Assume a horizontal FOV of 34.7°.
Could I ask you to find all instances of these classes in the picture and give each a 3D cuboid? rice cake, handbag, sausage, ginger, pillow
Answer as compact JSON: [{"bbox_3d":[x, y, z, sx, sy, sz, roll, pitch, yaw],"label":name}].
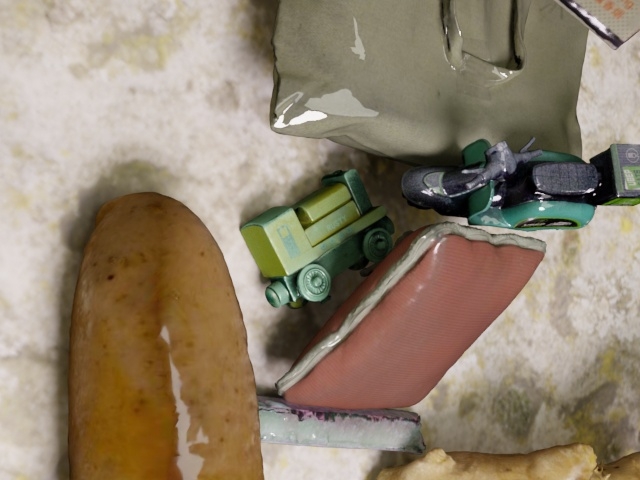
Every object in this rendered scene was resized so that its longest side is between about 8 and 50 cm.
[{"bbox_3d":[0.003,0.139,0.773,0.208,0.033,0.033,13,96,-36],"label":"rice cake"},{"bbox_3d":[0.097,-0.162,0.796,0.316,0.109,0.253,14,78,-35],"label":"handbag"},{"bbox_3d":[-0.102,0.219,0.643,0.123,0.136,0.500,9,84,-68],"label":"sausage"},{"bbox_3d":[0.257,0.227,0.831,0.363,0.122,0.348,-37,123,15],"label":"ginger"},{"bbox_3d":[0.069,0.054,0.755,0.171,0.075,0.179,10,127,-51],"label":"pillow"}]

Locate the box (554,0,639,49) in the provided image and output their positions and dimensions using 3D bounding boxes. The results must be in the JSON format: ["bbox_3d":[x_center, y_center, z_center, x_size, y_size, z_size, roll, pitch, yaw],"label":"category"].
[{"bbox_3d":[0.134,-0.298,0.736,0.310,0.084,0.198,35,41,-12],"label":"box"}]

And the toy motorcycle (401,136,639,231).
[{"bbox_3d":[0.144,-0.041,0.728,0.173,0.100,0.058,1,77,-19],"label":"toy motorcycle"}]

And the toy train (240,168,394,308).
[{"bbox_3d":[0.000,0.000,0.765,0.122,0.050,0.081,-33,101,-30],"label":"toy train"}]
